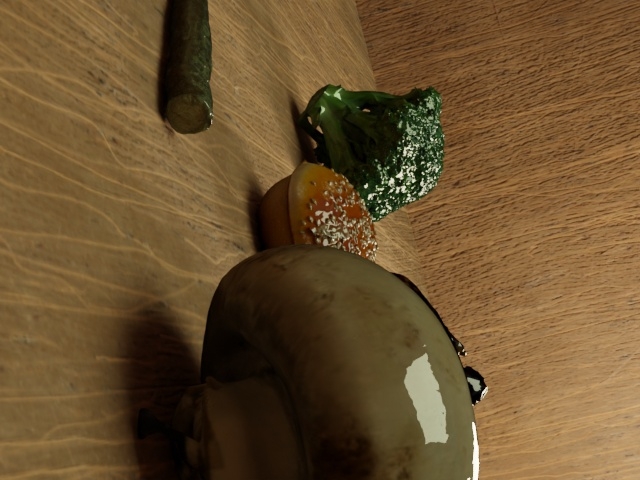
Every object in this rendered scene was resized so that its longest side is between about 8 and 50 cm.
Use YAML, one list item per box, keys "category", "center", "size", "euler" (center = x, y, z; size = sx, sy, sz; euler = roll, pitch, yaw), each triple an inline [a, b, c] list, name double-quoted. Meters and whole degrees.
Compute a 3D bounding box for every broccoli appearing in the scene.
- category: "broccoli"
  center: [0.087, -0.163, 2.273]
  size: [0.275, 0.308, 0.308]
  euler: [37, 19, -9]

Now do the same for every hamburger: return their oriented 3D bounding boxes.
- category: "hamburger"
  center: [-0.002, -0.004, 1.789]
  size: [0.237, 0.147, 0.237]
  euler: [-17, 90, -77]

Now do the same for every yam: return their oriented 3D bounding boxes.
- category: "yam"
  center: [-0.158, -0.230, 1.523]
  size: [0.274, 0.061, 0.061]
  euler: [-95, 166, -48]

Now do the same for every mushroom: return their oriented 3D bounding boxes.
- category: "mushroom"
  center: [-0.025, 0.185, 1.160]
  size: [0.362, 0.294, 0.362]
  euler: [35, -49, 55]

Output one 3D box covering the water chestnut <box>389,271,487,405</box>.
- category: "water chestnut"
  center: [0.067, 0.186, 1.512]
  size: [0.289, 0.244, 0.289]
  euler: [-16, 90, -78]
